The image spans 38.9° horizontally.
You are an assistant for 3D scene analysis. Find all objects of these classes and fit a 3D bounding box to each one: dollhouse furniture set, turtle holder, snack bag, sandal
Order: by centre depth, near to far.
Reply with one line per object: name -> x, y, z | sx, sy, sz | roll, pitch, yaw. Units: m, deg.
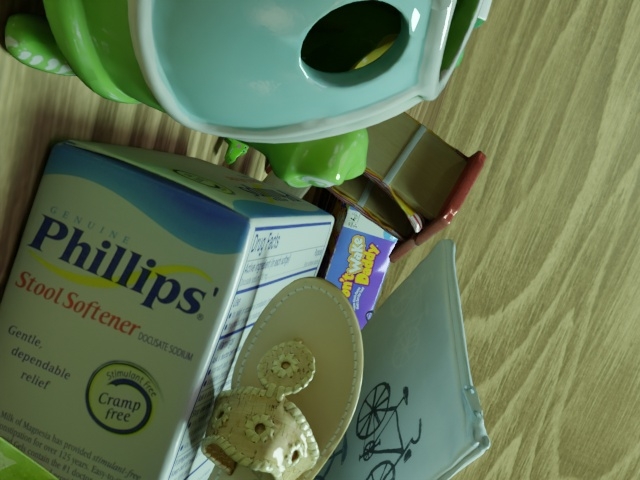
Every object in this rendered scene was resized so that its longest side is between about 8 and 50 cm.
turtle holder -> -0.029, -0.147, 0.501 | 0.243, 0.227, 0.320 | -54, 162, -58
sandal -> -0.040, 0.143, 0.589 | 0.079, 0.088, 0.240 | -46, 161, -79
snack bag -> 0.051, 0.189, 0.928 | 0.343, 0.037, 0.323 | -52, -163, 28
dollhouse furniture set -> 0.000, 0.000, 1.002 | 0.374, 0.201, 0.152 | -56, -173, -27

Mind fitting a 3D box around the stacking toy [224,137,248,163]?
stacking toy -> -0.015, -0.176, 0.837 | 0.221, 0.052, 0.167 | -66, -165, -11

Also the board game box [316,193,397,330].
board game box -> 0.039, 0.025, 1.385 | 0.347, 0.078, 0.233 | -92, -160, -75

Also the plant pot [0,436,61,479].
plant pot -> -0.183, 0.270, 0.337 | 0.353, 0.366, 0.366 | -53, 165, -19

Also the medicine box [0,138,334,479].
medicine box -> -0.125, 0.087, 0.700 | 0.263, 0.149, 0.289 | -10, 120, -78

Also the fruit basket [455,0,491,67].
fruit basket -> 0.135, -0.339, 1.154 | 0.353, 0.165, 0.327 | -31, 137, -85
